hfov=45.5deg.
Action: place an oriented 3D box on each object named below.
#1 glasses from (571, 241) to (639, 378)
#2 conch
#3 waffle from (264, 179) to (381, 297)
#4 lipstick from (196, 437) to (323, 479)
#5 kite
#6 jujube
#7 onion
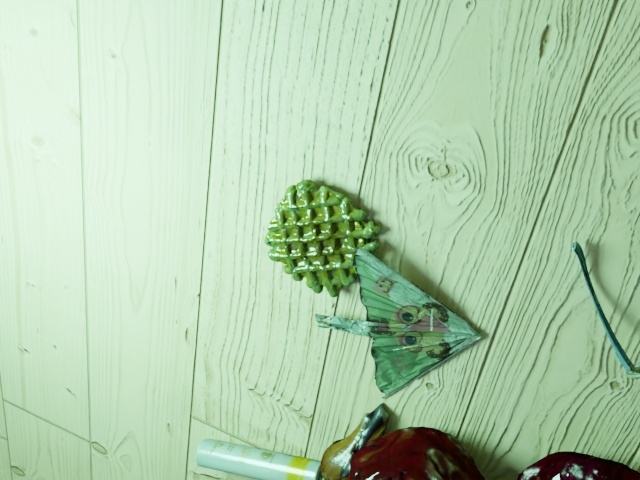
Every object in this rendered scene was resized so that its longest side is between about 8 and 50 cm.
[{"bbox_3d":[0.426,0.075,0.966,0.190,0.088,0.220,-35,98,37],"label":"glasses"},{"bbox_3d":[0.052,0.384,1.337,0.086,0.080,0.232,52,133,18],"label":"conch"},{"bbox_3d":[0.000,0.000,1.170,0.169,0.036,0.183,33,128,4],"label":"waffle"},{"bbox_3d":[-0.117,0.430,1.467,0.264,0.059,0.059,4,119,25],"label":"lipstick"},{"bbox_3d":[0.118,0.135,1.193,0.268,0.013,0.322,1,125,21],"label":"kite"},{"bbox_3d":[0.191,0.484,1.206,0.258,0.258,0.376,-23,87,35],"label":"jujube"},{"bbox_3d":[0.395,0.432,1.111,0.252,0.219,0.252,20,129,26],"label":"onion"}]
